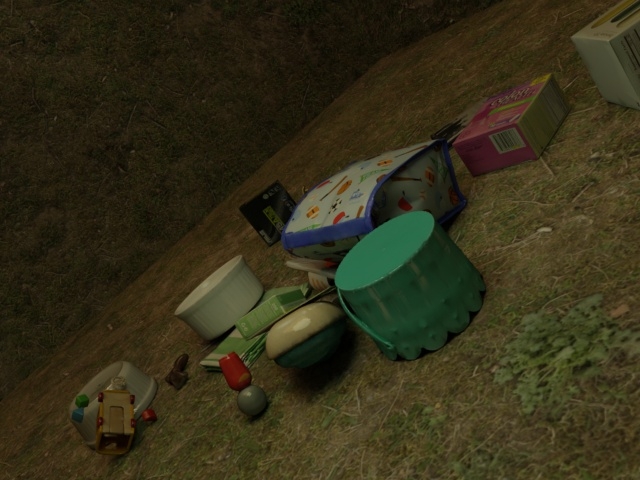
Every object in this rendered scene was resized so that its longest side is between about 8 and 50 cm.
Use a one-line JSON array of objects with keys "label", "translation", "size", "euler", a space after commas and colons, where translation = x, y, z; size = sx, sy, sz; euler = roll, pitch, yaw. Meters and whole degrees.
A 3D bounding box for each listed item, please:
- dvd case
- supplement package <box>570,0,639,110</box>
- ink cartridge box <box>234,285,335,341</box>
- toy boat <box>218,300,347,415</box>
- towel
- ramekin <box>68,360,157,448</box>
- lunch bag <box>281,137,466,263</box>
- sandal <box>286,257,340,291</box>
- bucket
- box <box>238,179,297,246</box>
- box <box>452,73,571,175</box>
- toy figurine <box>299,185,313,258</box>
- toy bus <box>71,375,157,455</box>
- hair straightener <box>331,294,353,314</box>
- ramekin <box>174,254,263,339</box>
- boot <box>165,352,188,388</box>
[{"label": "dvd case", "translation": [0.489, -0.393, 2.136], "size": [0.239, 0.029, 0.179], "euler": [-35, 18, 7]}, {"label": "supplement package", "translation": [0.777, -0.466, 1.492], "size": [0.263, 0.198, 0.199], "euler": [-35, 19, 8]}, {"label": "ink cartridge box", "translation": [-0.062, 0.140, 1.473], "size": [0.235, 0.056, 0.171], "euler": [-35, -9, 15]}, {"label": "toy boat", "translation": [-0.071, 0.257, 1.432], "size": [0.318, 0.148, 0.267], "euler": [-33, -7, 10]}, {"label": "towel", "translation": [-0.185, 0.245, 1.835], "size": [0.248, 0.038, 0.325], "euler": [-14, 29, 53]}, {"label": "ramekin", "translation": [-0.641, 0.486, 1.962], "size": [0.273, 0.127, 0.273], "euler": [-34, 18, 12]}, {"label": "lunch bag", "translation": [0.127, -0.076, 1.633], "size": [0.328, 0.238, 0.385], "euler": [-12, 14, 46]}, {"label": "sandal", "translation": [0.006, 0.097, 1.766], "size": [0.102, 0.076, 0.265], "euler": [-14, 14, -36]}, {"label": "bucket", "translation": [0.174, 0.084, 1.311], "size": [0.281, 0.183, 0.281], "euler": [-34, 18, 12]}, {"label": "box", "translation": [-0.178, -0.101, 2.421], "size": [0.184, 0.190, 0.045], "euler": [-35, 17, 7]}, {"label": "box", "translation": [0.515, -0.309, 1.736], "size": [0.214, 0.117, 0.243], "euler": [-13, 30, 53]}, {"label": "toy figurine", "translation": [0.000, 0.000, 2.012], "size": [0.362, 0.191, 0.217], "euler": [-108, 41, -64]}, {"label": "toy bus", "translation": [-0.571, 0.496, 1.777], "size": [0.202, 0.191, 0.104], "euler": [-24, -41, -60]}, {"label": "hair straightener", "translation": [0.014, 0.163, 1.575], "size": [0.230, 0.089, 0.047], "euler": [-24, 59, 34]}, {"label": "ramekin", "translation": [-0.308, 0.184, 2.012], "size": [0.277, 0.135, 0.277], "euler": [-39, 11, 9]}, {"label": "boot", "translation": [-0.412, 0.388, 1.913], "size": [0.106, 0.037, 0.114], "euler": [-59, 21, -19]}]
